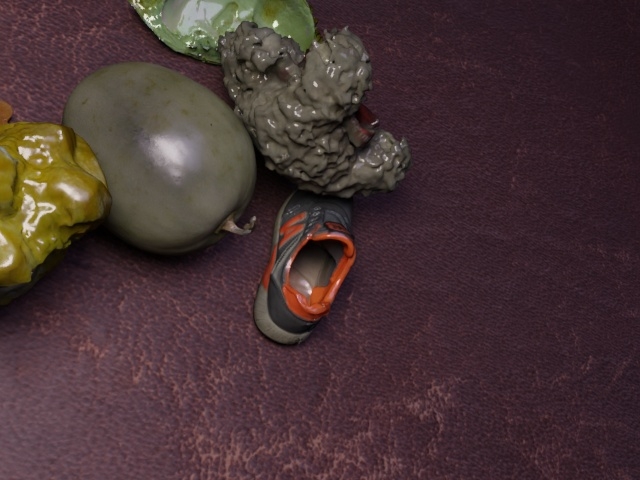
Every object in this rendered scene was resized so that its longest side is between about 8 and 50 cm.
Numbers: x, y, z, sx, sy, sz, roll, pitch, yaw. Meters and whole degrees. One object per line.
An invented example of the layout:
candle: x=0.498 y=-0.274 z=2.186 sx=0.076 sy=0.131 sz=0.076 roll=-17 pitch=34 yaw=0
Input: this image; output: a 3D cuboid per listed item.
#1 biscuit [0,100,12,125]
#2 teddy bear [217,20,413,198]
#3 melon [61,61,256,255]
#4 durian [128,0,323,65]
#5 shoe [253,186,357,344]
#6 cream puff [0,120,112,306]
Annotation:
biscuit: x=-0.499 y=-0.162 z=1.018 sx=0.140 sy=0.023 sz=0.118 roll=42 pitch=53 yaw=-7
teddy bear: x=-0.043 y=-0.246 z=1.143 sx=0.367 sy=0.224 sz=0.357 roll=57 pitch=5 yaw=32
melon: x=-0.231 y=-0.117 z=1.016 sx=0.271 sy=0.271 sz=0.308 roll=-30 pitch=94 yaw=-37
durian: x=-0.140 y=-0.415 z=1.273 sx=0.394 sy=0.163 sz=0.198 roll=20 pitch=62 yaw=-29
shoe: x=0.000 y=0.000 z=1.149 sx=0.132 sy=0.171 sz=0.336 roll=29 pitch=57 yaw=-16
cream puff: x=-0.428 y=-0.050 z=0.844 sx=0.274 sy=0.323 sz=0.270 roll=43 pitch=40 yaw=-19
